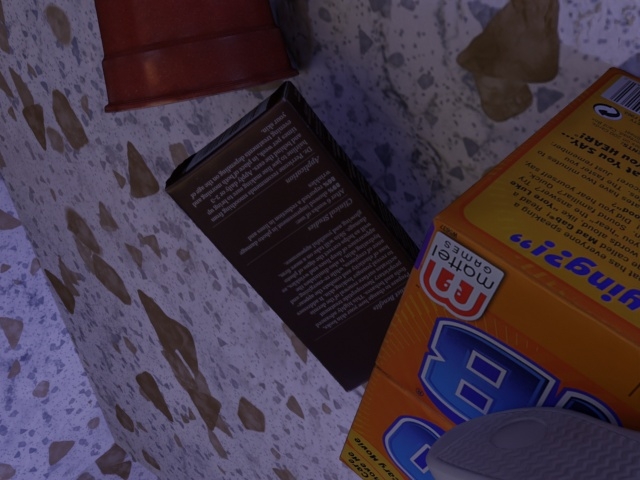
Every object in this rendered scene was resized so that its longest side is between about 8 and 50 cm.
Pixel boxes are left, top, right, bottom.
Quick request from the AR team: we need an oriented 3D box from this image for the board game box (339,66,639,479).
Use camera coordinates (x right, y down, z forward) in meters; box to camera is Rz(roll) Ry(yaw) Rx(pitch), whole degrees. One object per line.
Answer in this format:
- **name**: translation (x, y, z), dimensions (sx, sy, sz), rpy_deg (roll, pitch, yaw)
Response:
- **board game box**: translation (0.289, 0.121, 0.581), dimensions (0.356, 0.356, 0.356), rpy_deg (36, 138, 22)

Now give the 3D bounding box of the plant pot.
- **plant pot**: translation (-0.185, -0.328, 0.829), dimensions (0.272, 0.272, 0.265), rpy_deg (7, 115, 43)

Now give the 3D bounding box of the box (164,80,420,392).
- **box**: translation (0.000, 0.000, 0.838), dimensions (0.191, 0.143, 0.381), rpy_deg (-34, 109, 14)

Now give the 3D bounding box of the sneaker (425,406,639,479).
- **sneaker**: translation (0.184, 0.191, 0.371), dimensions (0.255, 0.094, 0.151), rpy_deg (-4, 107, 43)
